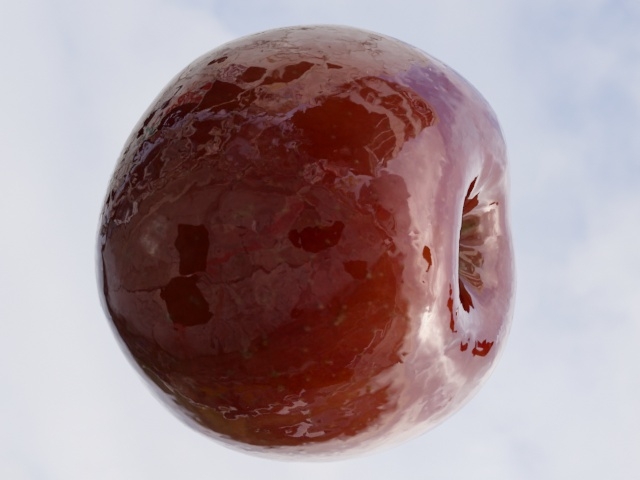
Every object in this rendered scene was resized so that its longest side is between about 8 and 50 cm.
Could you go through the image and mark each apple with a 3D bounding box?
[{"bbox_3d":[0.000,0.000,0.938,0.216,0.260,0.260,0,-61,28],"label":"apple"}]
